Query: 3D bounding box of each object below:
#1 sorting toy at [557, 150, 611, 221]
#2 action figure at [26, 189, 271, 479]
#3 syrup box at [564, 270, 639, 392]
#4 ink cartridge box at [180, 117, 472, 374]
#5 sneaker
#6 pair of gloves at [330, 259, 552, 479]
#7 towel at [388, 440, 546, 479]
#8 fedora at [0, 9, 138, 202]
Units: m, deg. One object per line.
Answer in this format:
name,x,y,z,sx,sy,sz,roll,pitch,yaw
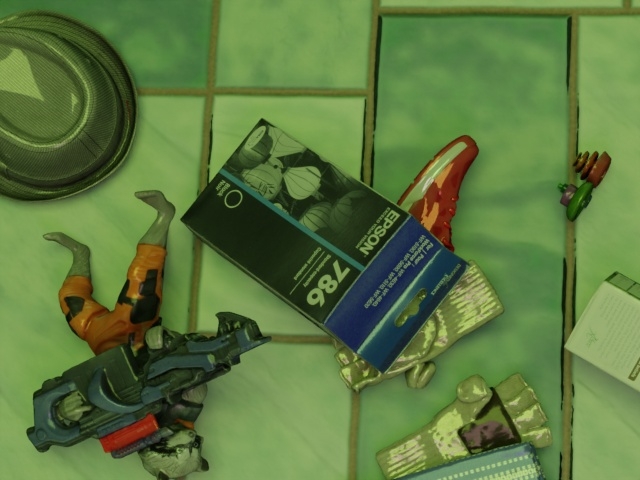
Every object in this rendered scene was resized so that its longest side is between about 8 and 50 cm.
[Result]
sorting toy,0.302,-0.067,1.979,0.042,0.061,0.102,30,58,14
action figure,-0.178,0.114,1.940,0.341,0.178,0.330,-17,78,28
syrup box,0.404,0.135,1.882,0.237,0.093,0.096,31,105,13
ink cartridge box,0.000,0.000,1.939,0.333,0.065,0.165,34,82,35
sneaker,0.144,-0.008,1.984,0.128,0.087,0.221,39,95,6
pair of gloves,0.135,0.163,1.920,0.204,0.042,0.240,-22,89,2
towel,0.175,0.414,1.871,0.243,0.040,0.336,-18,79,5
fedora,-0.359,-0.180,2.059,0.244,0.124,0.275,-43,75,-5
